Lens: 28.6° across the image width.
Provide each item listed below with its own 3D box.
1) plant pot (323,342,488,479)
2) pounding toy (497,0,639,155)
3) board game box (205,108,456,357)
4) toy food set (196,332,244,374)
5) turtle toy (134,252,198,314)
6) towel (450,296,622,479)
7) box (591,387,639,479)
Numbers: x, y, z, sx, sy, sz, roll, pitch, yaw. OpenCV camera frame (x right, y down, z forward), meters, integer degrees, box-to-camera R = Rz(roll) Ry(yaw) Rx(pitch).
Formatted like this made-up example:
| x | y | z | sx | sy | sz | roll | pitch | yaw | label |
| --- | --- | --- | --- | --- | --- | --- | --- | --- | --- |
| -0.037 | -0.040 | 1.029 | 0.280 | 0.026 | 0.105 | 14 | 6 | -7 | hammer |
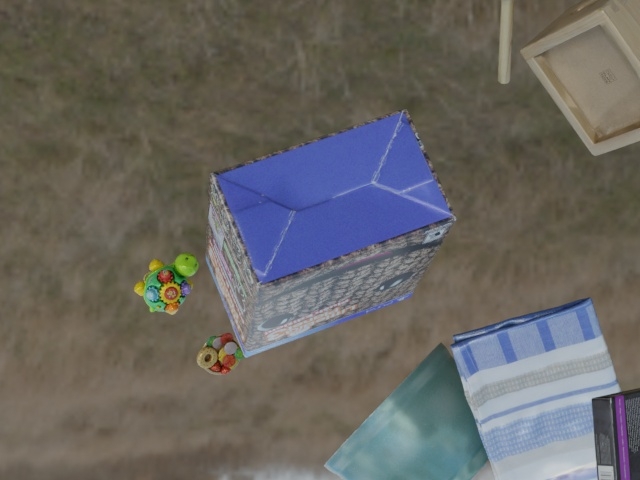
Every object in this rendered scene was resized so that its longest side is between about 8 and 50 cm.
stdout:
| x | y | z | sx | sy | sz | roll | pitch | yaw | label |
| --- | --- | --- | --- | --- | --- | --- | --- | --- | --- |
| 0.176 | 0.346 | 2.149 | 0.196 | 0.293 | 0.293 | 44 | 168 | 7 | plant pot |
| 0.247 | -0.193 | 1.178 | 0.094 | 0.206 | 0.181 | -41 | -171 | -25 | pounding toy |
| 0.000 | 0.000 | 1.456 | 0.232 | 0.141 | 0.291 | -19 | 164 | -12 | board game box |
| -0.183 | 0.211 | 2.329 | 0.083 | 0.082 | 0.020 | 40 | 178 | -28 | toy food set |
| -0.272 | 0.077 | 2.296 | 0.095 | 0.130 | 0.066 | 35 | 178 | -26 | turtle toy |
| 0.313 | 0.230 | 1.737 | 0.209 | 0.285 | 0.034 | -17 | -159 | 9 | towel |
| 0.359 | 0.224 | 1.405 | 0.029 | 0.116 | 0.162 | -6 | 176 | 44 | box |
